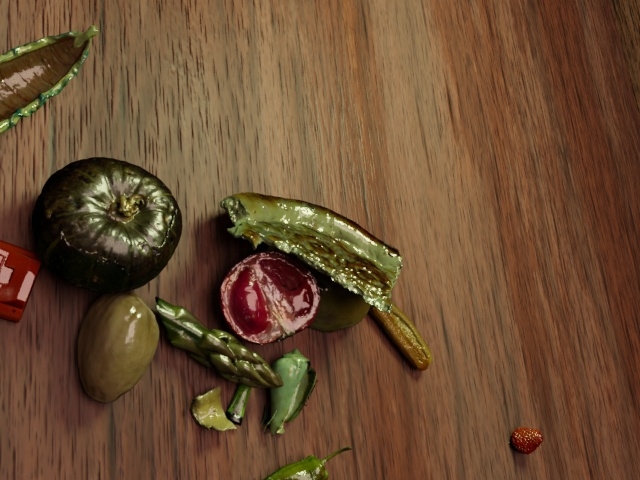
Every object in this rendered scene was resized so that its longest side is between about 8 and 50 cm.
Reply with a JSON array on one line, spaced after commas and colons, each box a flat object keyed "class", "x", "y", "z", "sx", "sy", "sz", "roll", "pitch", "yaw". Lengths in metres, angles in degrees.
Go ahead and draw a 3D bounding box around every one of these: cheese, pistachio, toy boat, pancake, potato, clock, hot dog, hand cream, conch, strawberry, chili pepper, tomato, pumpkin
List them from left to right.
[{"class": "clock", "x": -0.507, "y": 0.045, "z": 0.898, "sx": 0.155, "sy": 0.061, "sz": 0.113, "roll": 24, "pitch": 62, "yaw": -29}, {"class": "toy boat", "x": -0.492, "y": -0.264, "z": 0.990, "sx": 0.293, "sy": 0.099, "sz": 0.108, "roll": -47, "pitch": 107, "yaw": -31}, {"class": "pumpkin", "x": -0.340, "y": -0.031, "z": 0.970, "sx": 0.238, "sy": 0.159, "sz": 0.238, "roll": 23, "pitch": 44, "yaw": -24}, {"class": "pistachio", "x": -0.329, "y": 0.169, "z": 0.973, "sx": 0.126, "sy": 0.108, "sz": 0.185, "roll": 7, "pitch": 76, "yaw": -8}, {"class": "cheese", "x": -0.191, "y": 0.313, "z": 1.076, "sx": 0.060, "sy": 0.041, "sz": 0.084, "roll": -20, "pitch": 73, "yaw": -48}, {"class": "hand cream", "x": -0.145, "y": 0.285, "z": 1.134, "sx": 0.036, "sy": 0.023, "sz": 0.122, "roll": 24, "pitch": 60, "yaw": -8}, {"class": "tomato", "x": -0.107, "y": 0.112, "z": 1.165, "sx": 0.189, "sy": 0.099, "sz": 0.173, "roll": -19, "pitch": 87, "yaw": -21}, {"class": "conch", "x": -0.056, "y": 0.298, "z": 1.175, "sx": 0.106, "sy": 0.079, "sz": 0.170, "roll": 18, "pitch": 80, "yaw": -27}, {"class": "chili pepper", "x": -0.038, "y": 0.453, "z": 1.136, "sx": 0.204, "sy": 0.073, "sz": 0.072, "roll": -18, "pitch": 105, "yaw": -30}, {"class": "pancake", "x": 0.000, "y": -0.002, "z": 1.213, "sx": 0.427, "sy": 0.067, "sz": 0.305, "roll": 27, "pitch": 19, "yaw": -13}, {"class": "potato", "x": 0.011, "y": 0.096, "z": 1.269, "sx": 0.272, "sy": 0.111, "sz": 0.160, "roll": 29, "pitch": 57, "yaw": -29}, {"class": "hot dog", "x": 0.193, "y": 0.216, "z": 1.416, "sx": 0.066, "sy": 0.047, "sz": 0.215, "roll": -41, "pitch": 104, "yaw": -2}, {"class": "strawberry", "x": 0.544, "y": 0.524, "z": 1.578, "sx": 0.073, "sy": 0.083, "sz": 0.073, "roll": 13, "pitch": 63, "yaw": -27}]

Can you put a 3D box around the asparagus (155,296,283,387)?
[{"class": "asparagus", "x": -0.189, "y": 0.200, "z": 1.091, "sx": 0.287, "sy": 0.080, "sz": 0.080, "roll": 31, "pitch": 57, "yaw": -16}]
